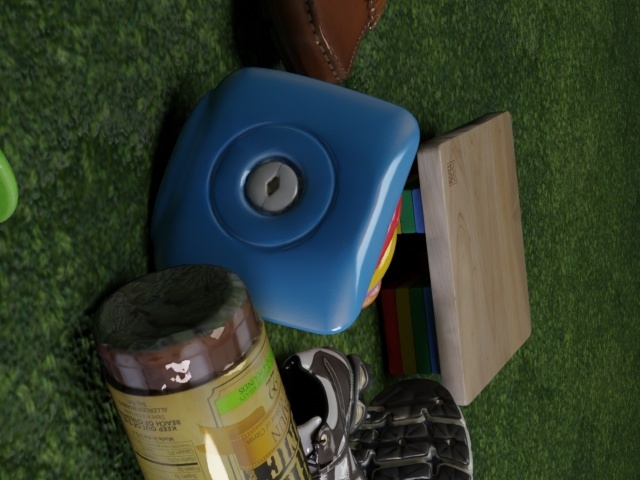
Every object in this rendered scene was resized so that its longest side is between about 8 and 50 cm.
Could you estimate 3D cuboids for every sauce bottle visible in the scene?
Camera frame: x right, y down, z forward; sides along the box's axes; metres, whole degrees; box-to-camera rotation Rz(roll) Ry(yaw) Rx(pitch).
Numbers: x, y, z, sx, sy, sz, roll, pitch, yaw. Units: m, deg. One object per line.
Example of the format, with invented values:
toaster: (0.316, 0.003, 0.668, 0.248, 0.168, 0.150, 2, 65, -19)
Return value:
sauce bottle: (-0.056, 0.182, 0.917, 0.111, 0.111, 0.344, -59, 141, -50)

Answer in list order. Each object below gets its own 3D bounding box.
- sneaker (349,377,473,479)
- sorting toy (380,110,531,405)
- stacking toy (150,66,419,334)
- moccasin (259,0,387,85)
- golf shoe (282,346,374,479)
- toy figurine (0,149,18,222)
sneaker: (0.081, 0.293, 1.230, 0.147, 0.130, 0.329, 30, 63, -78)
sorting toy: (0.136, 0.010, 1.379, 0.255, 0.089, 0.257, -29, 114, -63)
stacking toy: (0.000, 0.000, 1.037, 0.302, 0.166, 0.175, 48, 60, -70)
moccasin: (0.048, -0.272, 1.138, 0.380, 0.147, 0.139, -66, 145, -44)
golf shoe: (-0.007, 0.185, 1.087, 0.094, 0.077, 0.198, 19, 63, -53)
toy figurine: (-0.229, 0.019, 0.589, 0.159, 0.130, 0.173, -61, 168, -28)
